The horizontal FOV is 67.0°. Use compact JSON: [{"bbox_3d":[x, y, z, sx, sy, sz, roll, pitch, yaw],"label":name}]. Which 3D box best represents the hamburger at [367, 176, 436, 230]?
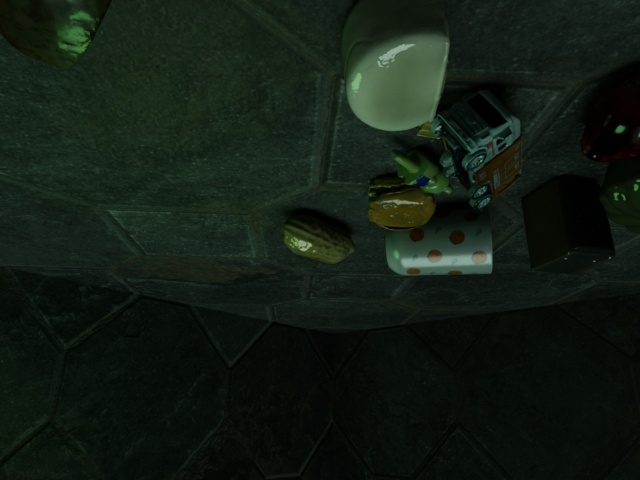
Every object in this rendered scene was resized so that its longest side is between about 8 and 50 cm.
[{"bbox_3d":[0.234,-0.109,1.400,0.214,0.108,0.213,2,155,1],"label":"hamburger"}]

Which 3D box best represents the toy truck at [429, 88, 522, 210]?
[{"bbox_3d":[0.363,-0.199,1.074,0.162,0.136,0.305,-35,152,6],"label":"toy truck"}]

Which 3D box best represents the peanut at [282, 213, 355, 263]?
[{"bbox_3d":[0.000,0.000,1.652,0.153,0.140,0.325,7,173,41],"label":"peanut"}]

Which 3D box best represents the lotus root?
[{"bbox_3d":[-0.383,-0.372,0.653,0.210,0.141,0.314,14,155,-28],"label":"lotus root"}]

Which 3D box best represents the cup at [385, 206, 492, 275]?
[{"bbox_3d":[0.375,0.009,1.550,0.318,0.212,0.212,-4,159,14],"label":"cup"}]

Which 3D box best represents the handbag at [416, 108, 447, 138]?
[{"bbox_3d":[0.258,-0.261,1.090,0.061,0.027,0.083,5,160,-12],"label":"handbag"}]

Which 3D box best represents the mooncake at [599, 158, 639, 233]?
[{"bbox_3d":[0.832,-0.115,1.079,0.357,0.194,0.356,22,172,3],"label":"mooncake"}]

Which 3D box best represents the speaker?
[{"bbox_3d":[0.698,-0.039,1.380,0.153,0.230,0.192,5,160,-13],"label":"speaker"}]

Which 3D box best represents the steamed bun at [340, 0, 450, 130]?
[{"bbox_3d":[0.119,-0.298,0.821,0.164,0.146,0.241,-5,159,2],"label":"steamed bun"}]

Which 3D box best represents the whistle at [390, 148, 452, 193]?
[{"bbox_3d":[0.252,-0.175,1.218,0.227,0.105,0.085,17,119,-43],"label":"whistle"}]

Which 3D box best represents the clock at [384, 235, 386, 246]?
[{"bbox_3d":[0.328,0.004,1.782,0.185,0.040,0.184,0,160,0],"label":"clock"}]

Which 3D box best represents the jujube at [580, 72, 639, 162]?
[{"bbox_3d":[0.627,-0.233,0.975,0.168,0.168,0.236,3,163,-5],"label":"jujube"}]
